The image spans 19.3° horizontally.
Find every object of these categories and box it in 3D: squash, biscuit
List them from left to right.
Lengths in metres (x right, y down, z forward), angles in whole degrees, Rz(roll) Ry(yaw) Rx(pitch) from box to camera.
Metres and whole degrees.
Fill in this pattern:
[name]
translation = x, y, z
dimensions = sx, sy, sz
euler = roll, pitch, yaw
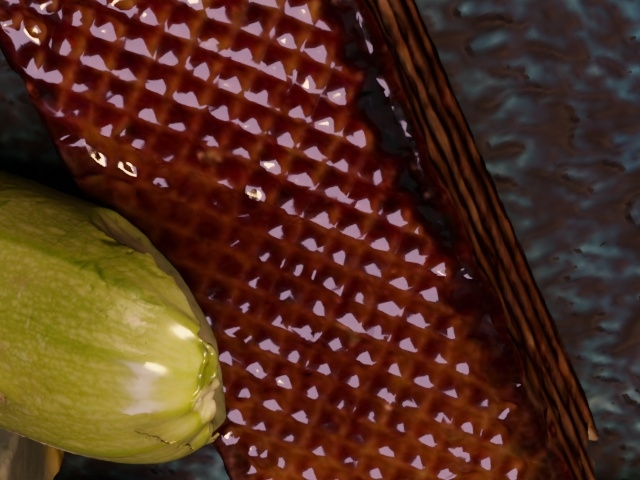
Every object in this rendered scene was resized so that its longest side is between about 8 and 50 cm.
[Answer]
[squash]
translation = -0.113, 0.009, 0.557
dimensions = 0.239, 0.069, 0.069
euler = 19, 126, 38
[biscuit]
translation = 0.000, 0.000, 0.584
dimensions = 0.106, 0.070, 0.252
euler = -17, 114, 18

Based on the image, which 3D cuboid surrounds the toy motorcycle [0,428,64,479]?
[toy motorcycle]
translation = -0.234, 0.130, 0.640
dimensions = 0.410, 0.168, 0.237
euler = 1, 124, 2
